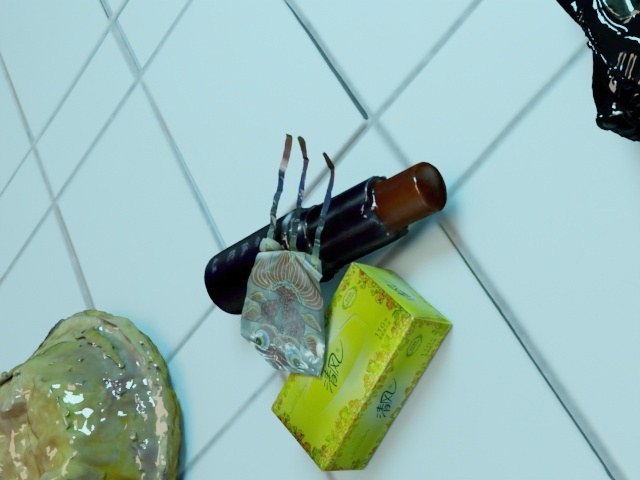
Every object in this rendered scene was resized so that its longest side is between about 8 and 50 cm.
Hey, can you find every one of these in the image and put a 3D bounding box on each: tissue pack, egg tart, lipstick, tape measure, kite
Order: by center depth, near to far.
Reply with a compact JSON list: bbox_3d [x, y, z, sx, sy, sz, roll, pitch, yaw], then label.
[{"bbox_3d":[0.265,-0.190,0.664,0.186,0.112,0.199,-33,61,32],"label":"tape measure"},{"bbox_3d":[0.034,0.120,0.852,0.095,0.062,0.176,43,110,40],"label":"tissue pack"},{"bbox_3d":[-0.024,0.016,0.854,0.127,0.016,0.229,25,112,39],"label":"kite"},{"bbox_3d":[0.000,0.000,0.896,0.300,0.081,0.081,-26,64,38],"label":"lipstick"},{"bbox_3d":[-0.318,0.253,1.108,0.352,0.150,0.352,-8,78,39],"label":"egg tart"}]
